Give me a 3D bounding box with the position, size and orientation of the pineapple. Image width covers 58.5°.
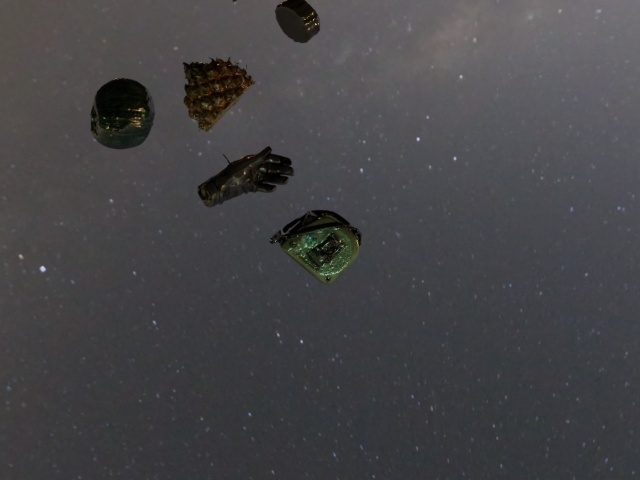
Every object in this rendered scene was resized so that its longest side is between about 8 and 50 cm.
[{"bbox_3d":[-0.470,-0.676,2.422,0.344,0.286,0.209,-51,-169,-15],"label":"pineapple"}]

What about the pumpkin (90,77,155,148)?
[{"bbox_3d":[-0.827,-0.548,2.428,0.263,0.292,0.197,3,173,-28],"label":"pumpkin"}]

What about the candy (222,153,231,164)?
[{"bbox_3d":[-0.295,-0.251,1.857,0.035,0.035,0.123,-40,-131,5],"label":"candy"}]

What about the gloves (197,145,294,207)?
[{"bbox_3d":[-0.213,-0.184,1.632,0.286,0.142,0.119,-16,-133,-14],"label":"gloves"}]

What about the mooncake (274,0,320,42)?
[{"bbox_3d":[-0.104,-1.082,2.794,0.228,0.228,0.124,31,-111,37],"label":"mooncake"}]

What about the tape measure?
[{"bbox_3d":[0.000,0.000,1.730,0.207,0.235,0.115,-46,-165,13],"label":"tape measure"}]
